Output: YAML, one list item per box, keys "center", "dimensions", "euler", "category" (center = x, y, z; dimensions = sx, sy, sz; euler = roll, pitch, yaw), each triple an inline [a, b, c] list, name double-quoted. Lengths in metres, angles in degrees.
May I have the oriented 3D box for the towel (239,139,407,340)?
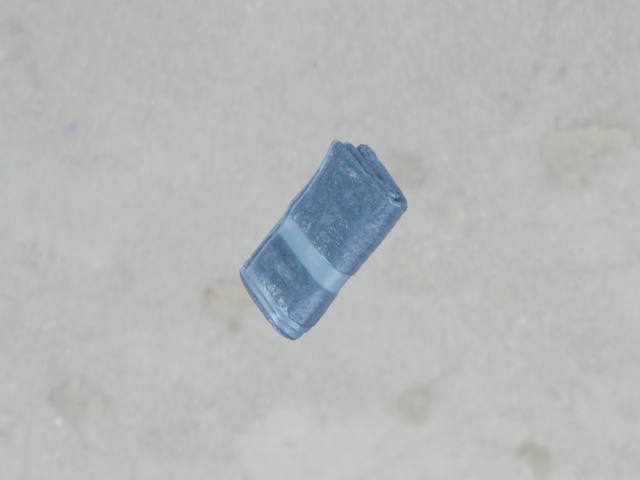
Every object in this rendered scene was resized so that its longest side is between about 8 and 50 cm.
- center: [0.000, 0.000, 1.056]
  dimensions: [0.029, 0.067, 0.119]
  euler: [13, 123, -49]
  category: "towel"
